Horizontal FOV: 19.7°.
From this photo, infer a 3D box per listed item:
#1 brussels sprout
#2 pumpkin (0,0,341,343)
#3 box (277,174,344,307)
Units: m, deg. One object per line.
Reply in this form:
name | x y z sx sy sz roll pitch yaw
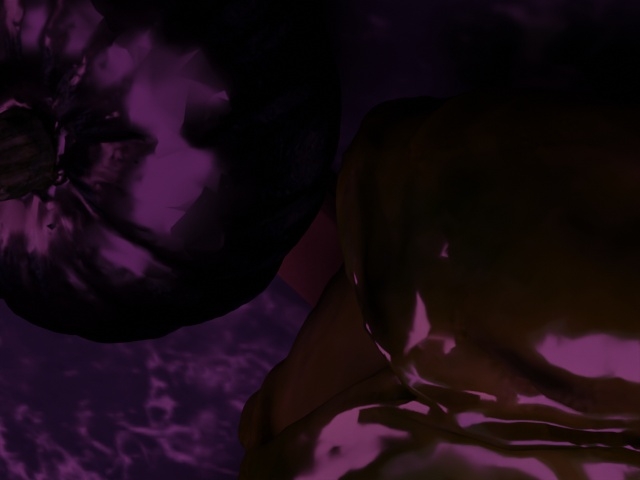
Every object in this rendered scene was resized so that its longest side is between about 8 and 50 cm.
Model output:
brussels sprout | 0.094 0.082 0.698 0.294 0.227 0.259 49 124 1
pumpkin | -0.085 -0.055 0.693 0.194 0.150 0.194 -3 118 -6
box | 0.000 0.000 0.791 0.048 0.025 0.115 -30 117 37
